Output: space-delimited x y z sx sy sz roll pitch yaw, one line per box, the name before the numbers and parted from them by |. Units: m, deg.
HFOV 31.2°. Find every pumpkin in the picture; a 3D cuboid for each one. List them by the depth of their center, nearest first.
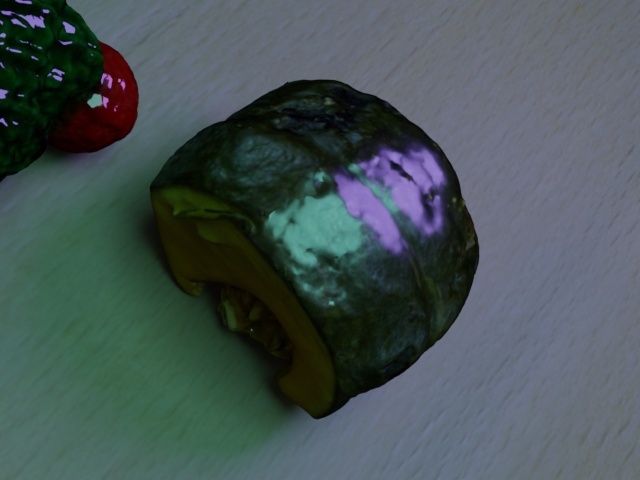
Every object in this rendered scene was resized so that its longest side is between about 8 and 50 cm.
pumpkin | 0.000 0.000 1.121 0.303 0.256 0.225 41 58 6

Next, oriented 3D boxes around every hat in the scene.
hat | -0.292 -0.131 1.017 0.332 0.274 0.242 15 50 -54
